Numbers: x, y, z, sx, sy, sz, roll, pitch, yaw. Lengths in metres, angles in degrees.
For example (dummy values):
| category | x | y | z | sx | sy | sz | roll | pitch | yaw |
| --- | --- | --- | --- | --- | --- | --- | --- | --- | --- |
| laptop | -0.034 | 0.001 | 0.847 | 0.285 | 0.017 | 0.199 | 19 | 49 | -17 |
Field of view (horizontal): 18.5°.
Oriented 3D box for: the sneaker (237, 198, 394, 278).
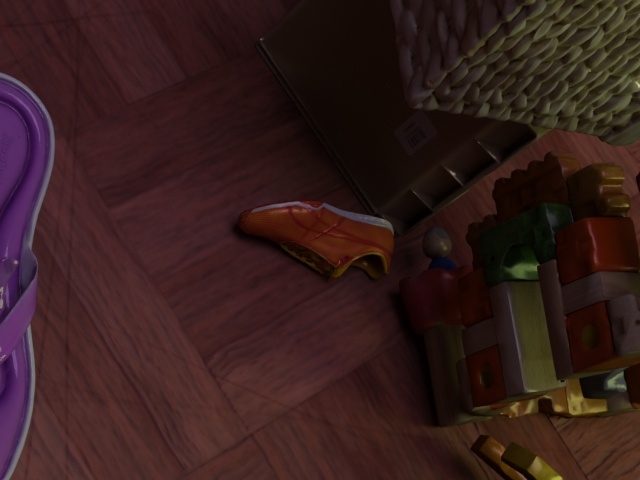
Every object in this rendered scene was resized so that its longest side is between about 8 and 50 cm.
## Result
| category | x | y | z | sx | sy | sz | roll | pitch | yaw |
| --- | --- | --- | --- | --- | --- | --- | --- | --- | --- |
| sneaker | 0.000 | 0.000 | 1.932 | 0.175 | 0.064 | 0.067 | 11 | 71 | -26 |

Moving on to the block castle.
| category | x | y | z | sx | sy | sz | roll | pitch | yaw |
| --- | --- | --- | --- | --- | --- | --- | --- | --- | --- |
| block castle | 0.305 | 0.031 | 1.874 | 0.303 | 0.453 | 0.213 | -1 | 74 | -33 |

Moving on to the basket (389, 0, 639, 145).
| category | x | y | z | sx | sy | sz | roll | pitch | yaw |
| --- | --- | --- | --- | --- | --- | --- | --- | --- | --- |
| basket | 0.236 | -0.302 | 1.733 | 0.266 | 0.328 | 0.331 | 6 | 66 | -27 |

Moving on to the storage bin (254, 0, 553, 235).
| category | x | y | z | sx | sy | sz | roll | pitch | yaw |
| --- | --- | --- | --- | --- | --- | --- | --- | --- | --- |
| storage bin | 0.103 | -0.176 | 1.959 | 0.123 | 0.262 | 0.260 | -33 | 87 | -39 |

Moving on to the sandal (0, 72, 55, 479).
| category | x | y | z | sx | sy | sz | roll | pitch | yaw |
| --- | --- | --- | --- | --- | --- | --- | --- | --- | --- |
| sandal | -0.306 | 0.022 | 1.685 | 0.169 | 0.102 | 0.416 | 15 | 59 | -27 |

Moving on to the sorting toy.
| category | x | y | z | sx | sy | sz | roll | pitch | yaw |
| --- | --- | --- | --- | --- | --- | --- | --- | --- | --- |
| sorting toy | 0.292 | 0.285 | 1.885 | 0.307 | 0.229 | 0.041 | 41 | 77 | -10 |
